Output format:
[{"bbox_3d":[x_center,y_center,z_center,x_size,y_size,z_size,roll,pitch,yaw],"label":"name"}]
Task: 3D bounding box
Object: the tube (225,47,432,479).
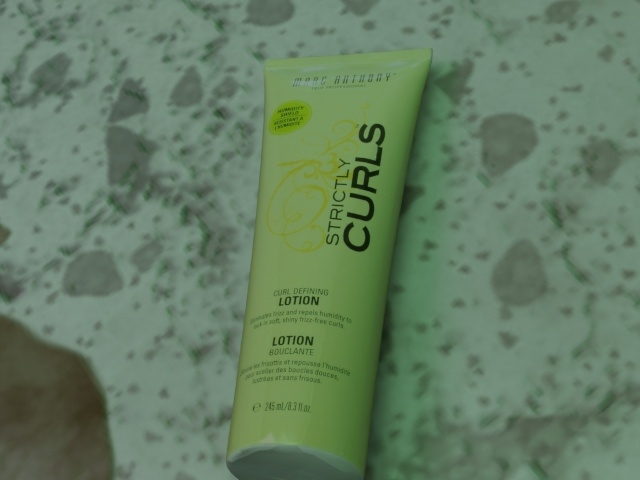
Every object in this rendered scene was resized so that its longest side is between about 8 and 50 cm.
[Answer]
[{"bbox_3d":[0.000,0.000,0.563,0.070,0.062,0.240,22,56,-20],"label":"tube"}]
